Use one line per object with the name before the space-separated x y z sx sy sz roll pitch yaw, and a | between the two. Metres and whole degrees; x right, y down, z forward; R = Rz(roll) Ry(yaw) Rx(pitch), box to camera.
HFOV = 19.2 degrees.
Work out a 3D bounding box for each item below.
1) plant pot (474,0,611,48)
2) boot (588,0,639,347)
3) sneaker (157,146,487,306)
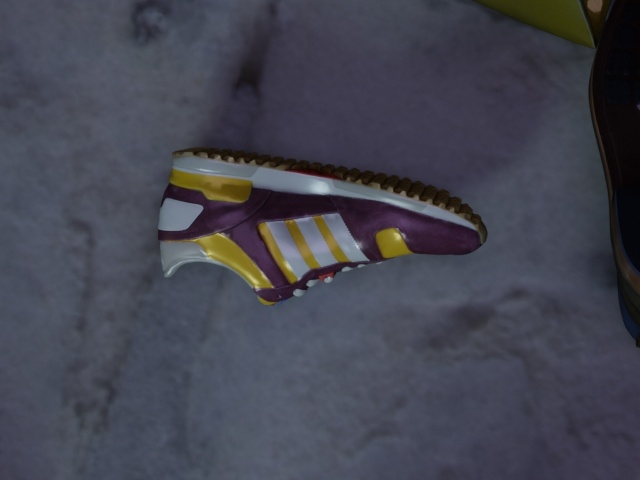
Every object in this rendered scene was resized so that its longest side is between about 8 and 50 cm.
plant pot | 0.081 -0.241 1.017 0.187 0.212 0.212 15 89 11
boot | 0.189 -0.046 1.081 0.082 0.106 0.219 5 61 3
sneaker | 0.000 0.000 1.080 0.185 0.069 0.084 11 98 5
